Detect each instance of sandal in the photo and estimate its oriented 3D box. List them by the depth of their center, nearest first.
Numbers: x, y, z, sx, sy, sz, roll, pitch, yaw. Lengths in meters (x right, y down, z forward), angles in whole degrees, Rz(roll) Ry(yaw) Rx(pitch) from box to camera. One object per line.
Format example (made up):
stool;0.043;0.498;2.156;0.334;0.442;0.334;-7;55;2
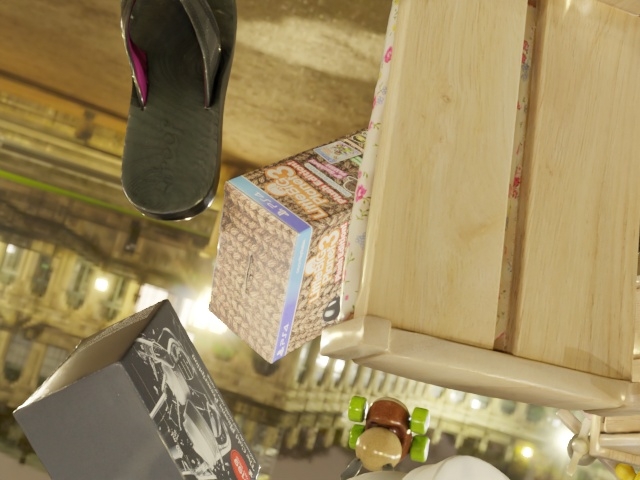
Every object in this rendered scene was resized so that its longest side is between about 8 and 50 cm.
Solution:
sandal;-0.199;-0.249;1.260;0.167;0.446;0.107;-7;160;5

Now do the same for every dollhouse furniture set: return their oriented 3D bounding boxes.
dollhouse furniture set;0.078;0.038;0.443;0.355;0.303;0.174;16;162;-19

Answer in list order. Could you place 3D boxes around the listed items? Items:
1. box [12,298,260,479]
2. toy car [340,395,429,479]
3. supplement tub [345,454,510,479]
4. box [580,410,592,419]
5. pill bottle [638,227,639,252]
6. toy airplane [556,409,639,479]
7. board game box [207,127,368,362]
box;-0.259;0.311;1.415;0.179;0.343;0.312;-26;-170;9
toy car;0.114;0.408;1.770;0.155;0.149;0.188;7;-146;17
supplement tub;0.014;0.317;0.686;0.325;0.235;0.235;-35;148;26
box;0.408;0.123;1.466;0.142;0.154;0.300;-17;-152;-10
pill bottle;0.407;-0.037;1.429;0.219;0.123;0.123;7;173;22
toy airplane;0.667;0.535;1.887;0.386;0.272;0.384;9;128;61
board game box;0.000;0.000;1.344;0.141;0.232;0.291;36;-138;29
